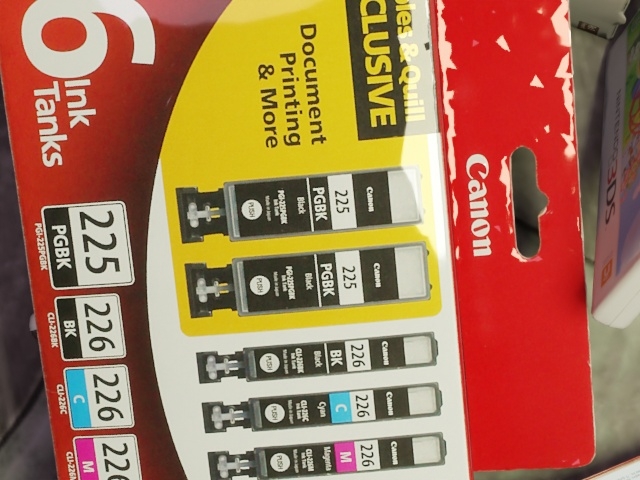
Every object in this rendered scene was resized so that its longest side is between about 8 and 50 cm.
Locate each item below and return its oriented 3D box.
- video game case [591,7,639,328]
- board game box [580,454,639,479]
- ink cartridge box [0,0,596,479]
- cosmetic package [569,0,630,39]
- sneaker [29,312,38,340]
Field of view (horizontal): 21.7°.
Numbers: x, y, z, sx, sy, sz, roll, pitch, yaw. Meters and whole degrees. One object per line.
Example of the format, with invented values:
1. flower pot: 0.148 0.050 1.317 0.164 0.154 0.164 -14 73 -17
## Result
1. video game case: 0.192 -0.088 0.828 0.023 0.212 0.193 18 52 -10
2. board game box: 0.104 0.217 0.870 0.281 0.027 0.145 -19 77 -16
3. ink cartridge box: 0.000 0.000 0.832 0.272 0.130 0.309 -5 103 5
4. cosmetic package: 0.163 -0.243 0.921 0.107 0.127 0.238 24 85 6
5. sneaker: -0.097 0.083 0.948 0.158 0.061 0.065 19 93 7
